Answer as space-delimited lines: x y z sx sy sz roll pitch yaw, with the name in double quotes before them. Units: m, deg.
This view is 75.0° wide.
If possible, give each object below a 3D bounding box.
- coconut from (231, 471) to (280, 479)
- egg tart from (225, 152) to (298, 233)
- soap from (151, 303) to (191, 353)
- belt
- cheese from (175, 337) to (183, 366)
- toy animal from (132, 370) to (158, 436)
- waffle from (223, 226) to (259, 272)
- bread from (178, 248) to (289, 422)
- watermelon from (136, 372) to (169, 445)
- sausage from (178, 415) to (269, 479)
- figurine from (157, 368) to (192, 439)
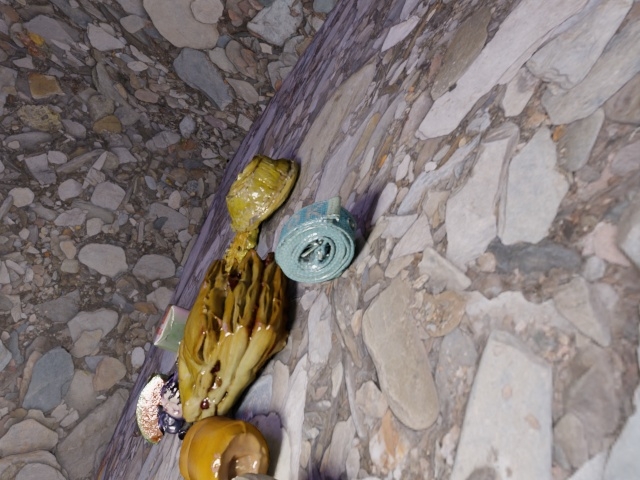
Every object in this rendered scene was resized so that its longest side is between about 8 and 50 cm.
"coconut" -0.078 0.368 0.499 0.162 0.161 0.161 -17 49 52
"egg tart" -0.225 -0.178 1.445 0.345 0.132 0.345 -41 26 25
"soap" -0.620 0.376 1.788 0.199 0.138 0.182 -15 51 64
"belt" -0.006 0.004 0.780 0.162 0.148 0.082 -18 39 23
"cheese" -0.458 0.340 1.542 0.163 0.070 0.249 -42 30 42
"toy animal" -0.669 0.656 1.666 0.186 0.093 0.214 -58 28 26
"waffle" -0.293 0.012 1.550 0.262 0.060 0.280 -66 21 -7
"bread" -0.230 0.214 0.993 0.370 0.191 0.314 -54 23 27
"watermelon" -0.595 0.606 1.536 0.146 0.128 0.231 129 161 -78
"sausage" -0.202 0.411 0.804 0.354 0.115 0.134 -35 49 57
"figurine" -0.380 0.443 1.191 0.145 0.145 0.223 -118 46 -65
